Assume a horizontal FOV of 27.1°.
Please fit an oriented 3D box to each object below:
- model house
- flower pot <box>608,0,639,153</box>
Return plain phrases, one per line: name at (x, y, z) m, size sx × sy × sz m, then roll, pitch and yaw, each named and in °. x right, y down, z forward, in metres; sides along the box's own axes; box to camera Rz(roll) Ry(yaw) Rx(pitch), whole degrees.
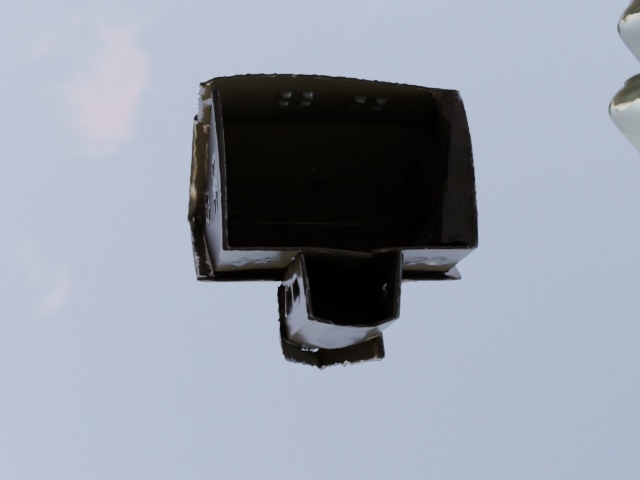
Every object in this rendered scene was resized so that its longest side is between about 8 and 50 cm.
model house at (0.000, 0.000, 1.068) m, size 0.211 × 0.243 × 0.204 m, roll 1°, pitch -103°, yaw -9°
flower pot at (0.294, -0.050, 0.675) m, size 0.254 × 0.164 × 0.367 m, roll -27°, pitch -122°, yaw 21°
